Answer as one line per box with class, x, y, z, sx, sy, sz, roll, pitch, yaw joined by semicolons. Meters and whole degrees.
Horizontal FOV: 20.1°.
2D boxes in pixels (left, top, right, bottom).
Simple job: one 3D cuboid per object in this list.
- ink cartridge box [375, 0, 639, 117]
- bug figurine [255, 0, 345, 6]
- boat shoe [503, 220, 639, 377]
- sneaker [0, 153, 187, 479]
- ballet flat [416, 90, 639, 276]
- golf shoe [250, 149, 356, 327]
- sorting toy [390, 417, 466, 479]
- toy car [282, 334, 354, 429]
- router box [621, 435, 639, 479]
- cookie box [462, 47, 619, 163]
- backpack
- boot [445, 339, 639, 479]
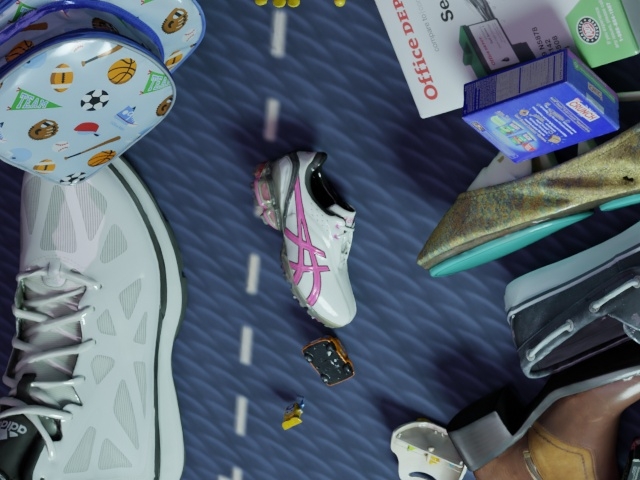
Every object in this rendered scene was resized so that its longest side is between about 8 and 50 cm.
ink cartridge box;0.168;-0.217;1.615;0.219;0.092;0.160;-16;104;29
bug figurine;-0.044;-0.348;1.637;0.216;0.072;0.279;10;90;20
boat shoe;0.297;0.046;1.641;0.301;0.108;0.102;-25;59;33
sneaker;-0.262;0.128;1.867;0.169;0.257;0.447;3;112;24
ballet flat;0.234;-0.065;1.649;0.348;0.123;0.123;-19;103;30
golf shoe;0.000;0.000;1.802;0.086;0.067;0.186;-16;104;28
sorting toy;0.112;0.230;1.868;0.083;0.045;0.075;23;127;14
toy car;-0.015;0.139;1.885;0.060;0.040;0.122;36;122;-18
router box;0.326;0.248;1.703;0.092;0.038;0.122;12;124;4
cookie box;0.193;-0.117;1.581;0.107;0.040;0.092;-17;145;33
backpack;-0.249;-0.199;1.715;0.263;0.276;0.213;-43;60;14
boot;0.295;0.246;1.761;0.264;0.096;0.280;-32;100;26
